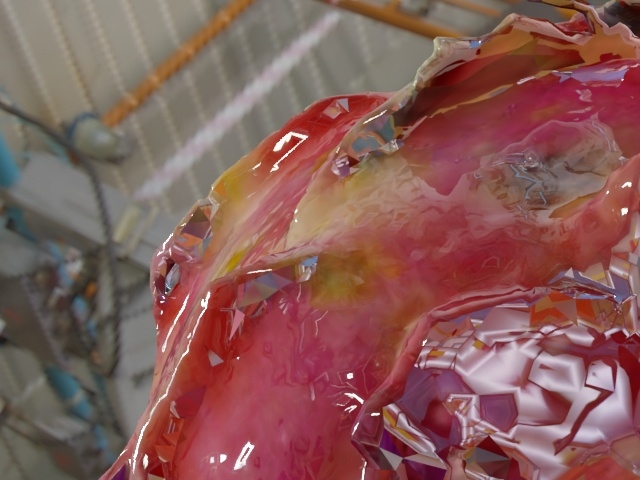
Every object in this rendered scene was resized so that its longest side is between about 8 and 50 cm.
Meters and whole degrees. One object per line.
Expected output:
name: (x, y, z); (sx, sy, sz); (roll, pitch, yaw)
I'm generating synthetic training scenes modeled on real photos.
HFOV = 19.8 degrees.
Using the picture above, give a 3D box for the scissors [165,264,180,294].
scissors: (0.000, 0.000, 0.979); (0.176, 0.085, 0.022); (-34, -37, -27)

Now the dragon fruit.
dragon fruit: (0.085, 0.101, 0.551); (0.249, 0.370, 0.386); (15, -110, -71)
